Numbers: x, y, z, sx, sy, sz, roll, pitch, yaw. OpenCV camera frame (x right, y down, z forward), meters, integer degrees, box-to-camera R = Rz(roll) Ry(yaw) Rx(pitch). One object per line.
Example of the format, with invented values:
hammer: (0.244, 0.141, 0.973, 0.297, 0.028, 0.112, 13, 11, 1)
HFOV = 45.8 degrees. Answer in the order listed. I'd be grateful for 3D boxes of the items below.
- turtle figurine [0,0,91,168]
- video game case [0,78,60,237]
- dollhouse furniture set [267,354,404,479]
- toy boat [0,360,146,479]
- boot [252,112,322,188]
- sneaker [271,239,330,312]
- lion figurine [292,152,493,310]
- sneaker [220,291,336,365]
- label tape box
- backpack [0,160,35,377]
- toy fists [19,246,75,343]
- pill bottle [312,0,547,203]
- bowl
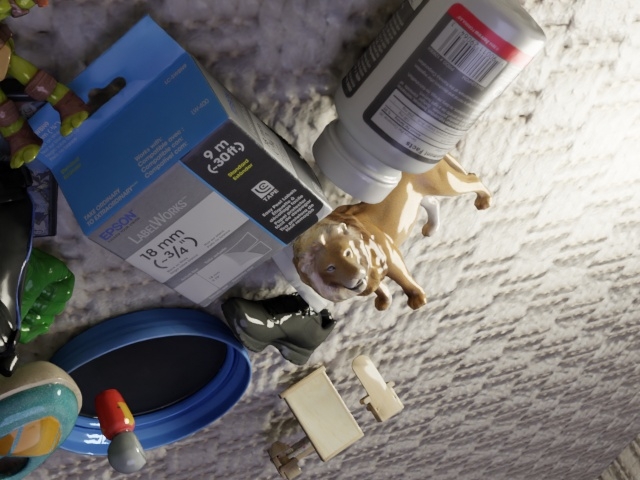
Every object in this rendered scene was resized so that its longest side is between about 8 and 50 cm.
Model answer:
turtle figurine: (-0.370, -0.187, 0.812, 0.269, 0.087, 0.217, -39, 121, -9)
video game case: (-0.466, -0.089, 0.930, 0.275, 0.035, 0.248, -5, 138, -25)
dollhouse furniture set: (-0.007, 0.398, 1.783, 0.303, 0.174, 0.355, -31, 174, -14)
toy boat: (-0.418, 0.304, 1.181, 0.318, 0.148, 0.267, 11, 128, -48)
boot: (-0.126, -0.072, 1.114, 0.208, 0.076, 0.190, -43, 127, 12)
sneaker: (0.000, 0.000, 1.263, 0.169, 0.108, 0.292, -35, 147, 2)
lion figurine: (0.115, -0.041, 1.202, 0.240, 0.142, 0.392, 50, 58, -30)
sneaker: (-0.073, 0.140, 1.394, 0.130, 0.109, 0.286, -43, 149, 12)
label tape box: (-0.180, -0.078, 0.962, 0.241, 0.106, 0.334, -37, 135, 14)
backpack: (-0.474, 0.015, 0.832, 0.213, 0.276, 0.263, -28, 142, 26)
toy fists: (-0.485, 0.120, 1.096, 0.279, 0.096, 0.142, -39, 151, -6)
pill bottle: (0.130, -0.203, 1.017, 0.176, 0.176, 0.318, 14, 128, -41)
bowl: (-0.325, 0.265, 1.405, 0.391, 0.077, 0.391, -16, 142, -13)
